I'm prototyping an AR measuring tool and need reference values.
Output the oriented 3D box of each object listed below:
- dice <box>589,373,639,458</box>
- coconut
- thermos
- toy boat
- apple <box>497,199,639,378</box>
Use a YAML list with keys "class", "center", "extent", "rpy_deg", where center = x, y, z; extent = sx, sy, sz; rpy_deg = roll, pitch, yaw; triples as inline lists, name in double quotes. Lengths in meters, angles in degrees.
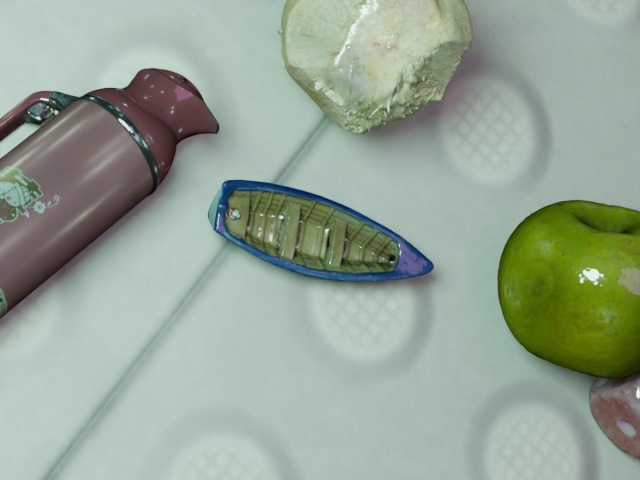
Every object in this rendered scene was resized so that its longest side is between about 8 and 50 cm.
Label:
- class: "dice"
  center: [0.334, 0.160, 1.898]
  extent: [0.091, 0.093, 0.094]
  rpy_deg: [-42, 101, -28]
- class: "coconut"
  center: [0.050, -0.197, 1.789]
  extent: [0.194, 0.194, 0.194]
  rpy_deg: [6, 76, -26]
- class: "thermos"
  center: [-0.239, -0.047, 1.654]
  extent: [0.330, 0.136, 0.109]
  rpy_deg: [-42, 127, -28]
- class: "toy boat"
  center: [0.000, 0.000, 1.789]
  extent: [0.229, 0.046, 0.080]
  rpy_deg: [16, 72, -24]
- class: "apple"
  center: [0.270, 0.048, 1.839]
  extent: [0.196, 0.196, 0.157]
  rpy_deg: [5, 107, -26]
